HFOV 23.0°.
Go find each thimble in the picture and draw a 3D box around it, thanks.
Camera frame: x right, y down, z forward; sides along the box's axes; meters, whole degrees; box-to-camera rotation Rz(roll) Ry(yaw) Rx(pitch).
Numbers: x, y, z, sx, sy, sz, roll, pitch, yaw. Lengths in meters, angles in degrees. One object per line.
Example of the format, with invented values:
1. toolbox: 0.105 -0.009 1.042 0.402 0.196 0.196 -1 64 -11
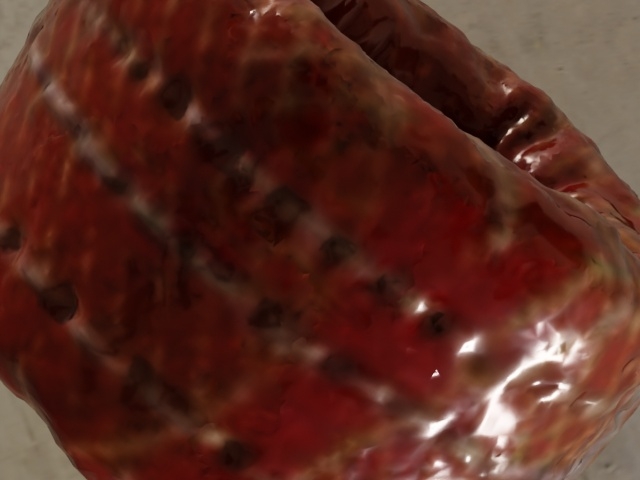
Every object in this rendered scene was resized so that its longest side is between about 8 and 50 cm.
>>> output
1. thimble: 0.000 0.000 0.772 0.350 0.350 0.230 44 -72 17
